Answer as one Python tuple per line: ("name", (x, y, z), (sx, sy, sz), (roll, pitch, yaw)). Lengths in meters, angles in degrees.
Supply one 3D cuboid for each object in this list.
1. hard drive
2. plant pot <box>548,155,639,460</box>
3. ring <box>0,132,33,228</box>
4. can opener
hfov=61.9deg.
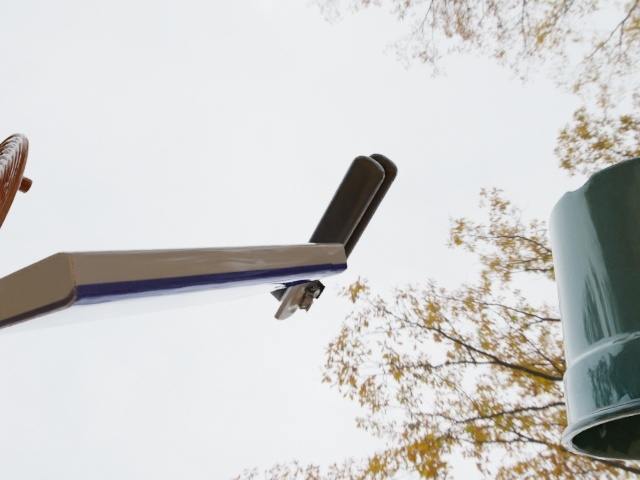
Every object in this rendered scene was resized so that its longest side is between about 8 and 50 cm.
("hard drive", (-0.148, 0.045, 0.542), (0.210, 0.319, 0.040), (-17, -99, 36))
("plant pot", (0.465, 0.087, 0.704), (0.342, 0.341, 0.333), (-1, -123, 5))
("ring", (-0.497, -0.002, 0.749), (0.032, 0.337, 0.336), (33, -88, -39))
("can opener", (0.000, 0.000, 0.708), (0.093, 0.074, 0.280), (43, -58, 16))
